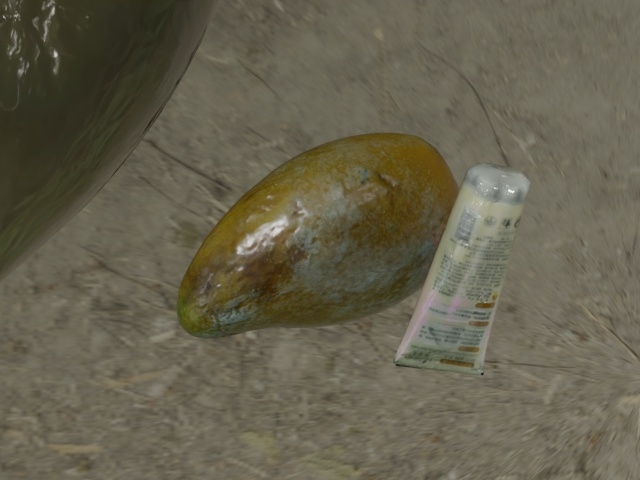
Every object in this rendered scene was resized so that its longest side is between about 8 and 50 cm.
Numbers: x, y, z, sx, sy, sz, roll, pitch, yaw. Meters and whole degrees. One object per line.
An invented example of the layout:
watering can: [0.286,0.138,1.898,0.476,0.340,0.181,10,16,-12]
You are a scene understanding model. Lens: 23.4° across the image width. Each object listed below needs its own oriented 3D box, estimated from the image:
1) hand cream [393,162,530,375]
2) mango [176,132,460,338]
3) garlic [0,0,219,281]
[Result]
hand cream: [0.092,0.019,0.952,0.061,0.039,0.143,9,114,-19]
mango: [0.000,0.000,1.476,0.316,0.192,0.146,-22,46,-26]
garlic: [-0.159,-0.127,0.491,0.246,0.231,0.340,9,87,53]
